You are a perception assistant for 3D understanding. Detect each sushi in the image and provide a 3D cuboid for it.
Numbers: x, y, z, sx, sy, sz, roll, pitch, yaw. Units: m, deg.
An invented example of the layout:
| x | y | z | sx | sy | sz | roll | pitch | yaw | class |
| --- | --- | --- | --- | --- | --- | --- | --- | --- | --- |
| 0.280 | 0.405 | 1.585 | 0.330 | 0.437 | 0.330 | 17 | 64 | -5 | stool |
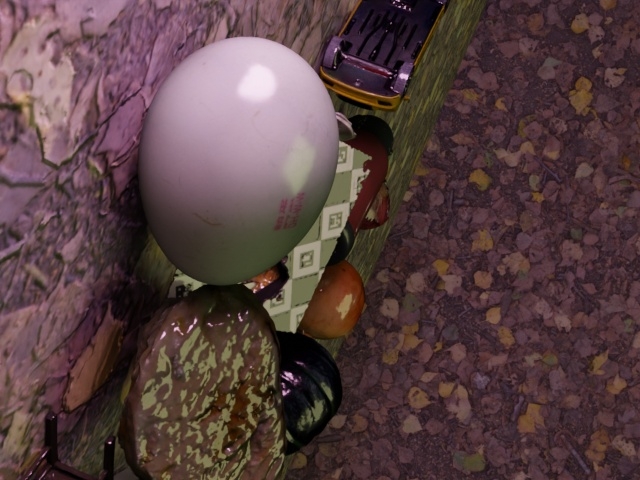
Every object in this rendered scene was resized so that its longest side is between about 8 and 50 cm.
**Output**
| x | y | z | sx | sy | sz | roll | pitch | yaw | class |
| --- | --- | --- | --- | --- | --- | --- | --- | --- | --- |
| -0.076 | -0.029 | 1.026 | 0.264 | 0.050 | 0.290 | 18 | 97 | -45 | sushi |

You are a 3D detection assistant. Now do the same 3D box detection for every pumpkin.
| x | y | z | sx | sy | sz | roll | pitch | yaw | class |
| --- | --- | --- | --- | --- | --- | --- | --- | --- | --- |
| -0.101 | 0.232 | 1.245 | 0.248 | 0.248 | 0.248 | 22 | 90 | -80 | pumpkin |

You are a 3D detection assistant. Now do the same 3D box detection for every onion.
| x | y | z | sx | sy | sz | roll | pitch | yaw | class |
| --- | --- | --- | --- | --- | --- | --- | --- | --- | --- |
| 0.071 | -0.101 | 1.592 | 0.184 | 0.147 | 0.184 | 45 | 33 | -42 | onion |

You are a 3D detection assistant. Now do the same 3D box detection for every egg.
| x | y | z | sx | sy | sz | roll | pitch | yaw | class |
| --- | --- | --- | --- | --- | --- | --- | --- | --- | --- |
| -0.081 | -0.066 | 0.709 | 0.183 | 0.182 | 0.264 | -56 | 172 | -48 | egg |

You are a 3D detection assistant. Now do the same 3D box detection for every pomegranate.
| x | y | z | sx | sy | sz | roll | pitch | yaw | class |
| --- | --- | --- | --- | --- | --- | --- | --- | --- | --- |
| -0.003 | 0.114 | 1.540 | 0.191 | 0.191 | 0.191 | 22 | 90 | -80 | pomegranate |

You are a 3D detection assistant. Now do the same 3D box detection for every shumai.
| x | y | z | sx | sy | sz | roll | pitch | yaw | class |
| --- | --- | --- | --- | --- | --- | --- | --- | --- | --- |
| -0.148 | 0.156 | 0.841 | 0.218 | 0.189 | 0.256 | 32 | -53 | 58 | shumai |

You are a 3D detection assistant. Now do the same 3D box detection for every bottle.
| x | y | z | sx | sy | sz | roll | pitch | yaw | class |
| --- | --- | --- | --- | --- | --- | --- | --- | --- | --- |
| 0.042 | -0.109 | 1.388 | 0.144 | 0.144 | 0.336 | 102 | 13 | -45 | bottle |

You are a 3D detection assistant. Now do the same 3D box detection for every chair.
| x | y | z | sx | sy | sz | roll | pitch | yaw | class |
| --- | --- | --- | --- | --- | --- | --- | --- | --- | --- |
| -0.268 | 0.286 | 0.782 | 0.101 | 0.084 | 0.213 | -62 | 169 | -47 | chair |

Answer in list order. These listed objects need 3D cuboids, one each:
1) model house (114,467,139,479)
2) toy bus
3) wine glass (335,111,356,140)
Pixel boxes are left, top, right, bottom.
| x | y | z | sx | sy | sz | roll | pitch | yaw | class |
| --- | --- | --- | --- | --- | --- | --- | --- | --- | --- |
| -0.249 | 0.401 | 0.996 | 0.100 | 0.127 | 0.149 | 32 | 78 | -80 | model house |
| 0.118 | -0.336 | 1.271 | 0.151 | 0.145 | 0.331 | 98 | 17 | -60 | toy bus |
| -0.018 | -0.109 | 1.157 | 0.122 | 0.122 | 0.183 | 76 | 34 | -73 | wine glass |
